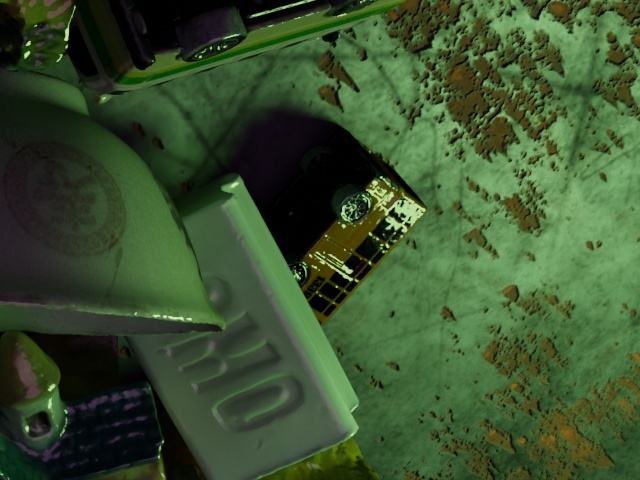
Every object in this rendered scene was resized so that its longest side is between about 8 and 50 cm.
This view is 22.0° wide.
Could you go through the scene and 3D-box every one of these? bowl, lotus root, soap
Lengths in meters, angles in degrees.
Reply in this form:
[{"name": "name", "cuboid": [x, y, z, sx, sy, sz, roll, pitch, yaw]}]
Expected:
[{"name": "bowl", "cuboid": [-0.286, -0.033, 1.329, 0.434, 0.435, 0.196, 9, 82, -35]}, {"name": "lotus root", "cuboid": [-0.249, 0.149, 1.606, 0.135, 0.095, 0.159, -11, 148, -4]}, {"name": "soap", "cuboid": [-0.091, 0.089, 1.561, 0.159, 0.087, 0.265, -24, 107, 11]}]

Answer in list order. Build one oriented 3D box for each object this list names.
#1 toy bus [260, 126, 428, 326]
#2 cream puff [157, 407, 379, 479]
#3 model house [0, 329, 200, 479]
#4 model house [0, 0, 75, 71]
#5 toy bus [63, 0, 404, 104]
[{"name": "toy bus", "cuboid": [0.000, 0.000, 1.649, 0.201, 0.098, 0.114, -48, 132, 10]}, {"name": "cream puff", "cuboid": [-0.062, 0.312, 1.746, 0.274, 0.270, 0.323, -23, 131, -6]}, {"name": "model house", "cuboid": [-0.240, 0.229, 1.472, 0.267, 0.194, 0.325, -12, 126, -5]}, {"name": "model house", "cuboid": [-0.302, -0.224, 1.224, 0.211, 0.194, 0.170, -1, 125, -30]}, {"name": "toy bus", "cuboid": [-0.065, -0.220, 1.347, 0.305, 0.143, 0.179, -21, 176, -31]}]
